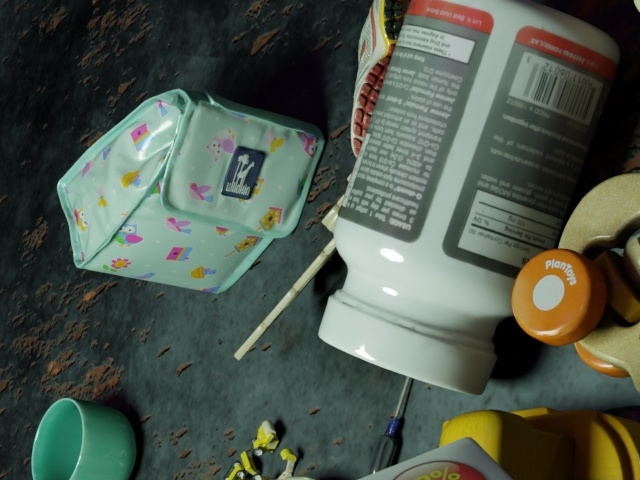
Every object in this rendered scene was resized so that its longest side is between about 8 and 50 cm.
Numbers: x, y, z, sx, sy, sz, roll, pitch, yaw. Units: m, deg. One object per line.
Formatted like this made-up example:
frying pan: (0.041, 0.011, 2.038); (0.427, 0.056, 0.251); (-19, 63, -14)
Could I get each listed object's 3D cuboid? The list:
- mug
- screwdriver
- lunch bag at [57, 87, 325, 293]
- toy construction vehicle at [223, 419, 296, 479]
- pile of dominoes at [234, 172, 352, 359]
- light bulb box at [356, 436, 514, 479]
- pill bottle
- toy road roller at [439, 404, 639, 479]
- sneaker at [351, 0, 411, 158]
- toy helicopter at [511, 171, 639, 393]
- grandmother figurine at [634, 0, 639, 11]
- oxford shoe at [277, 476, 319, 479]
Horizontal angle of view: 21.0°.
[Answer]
mug: (-0.303, 0.276, 2.221); (0.157, 0.097, 0.129); (-24, 58, 48)
screwdriver: (0.085, 0.174, 1.809); (0.024, 0.025, 0.170); (10, 75, 55)
lunch bag: (-0.146, -0.068, 2.042); (0.262, 0.223, 0.160); (-42, 51, 34)
toy construction vehicle: (-0.066, 0.261, 1.965); (0.098, 0.035, 0.086); (-59, 26, 14)
pile of dominoes: (0.000, 0.000, 1.867); (0.251, 0.040, 0.196); (-49, -1, 31)
light bulb box: (0.021, 0.389, 1.203); (0.225, 0.358, 0.361); (43, 146, 53)
pill bottle: (0.134, -0.051, 1.663); (0.210, 0.210, 0.363); (24, 95, 55)
toy road roller: (0.163, 0.235, 1.475); (0.329, 0.240, 0.203); (-16, 63, 50)
sneaker: (0.082, -0.189, 1.921); (0.092, 0.088, 0.225); (177, 107, -75)
toy helicopter: (0.348, 0.040, 1.439); (0.355, 0.140, 0.235); (29, 91, 44)
grandmother figurine: (0.367, -0.123, 1.424); (0.208, 0.104, 0.342); (-35, 39, 11)
oxford shoe: (0.025, 0.390, 1.699); (0.169, 0.130, 0.449); (-34, 35, -7)
